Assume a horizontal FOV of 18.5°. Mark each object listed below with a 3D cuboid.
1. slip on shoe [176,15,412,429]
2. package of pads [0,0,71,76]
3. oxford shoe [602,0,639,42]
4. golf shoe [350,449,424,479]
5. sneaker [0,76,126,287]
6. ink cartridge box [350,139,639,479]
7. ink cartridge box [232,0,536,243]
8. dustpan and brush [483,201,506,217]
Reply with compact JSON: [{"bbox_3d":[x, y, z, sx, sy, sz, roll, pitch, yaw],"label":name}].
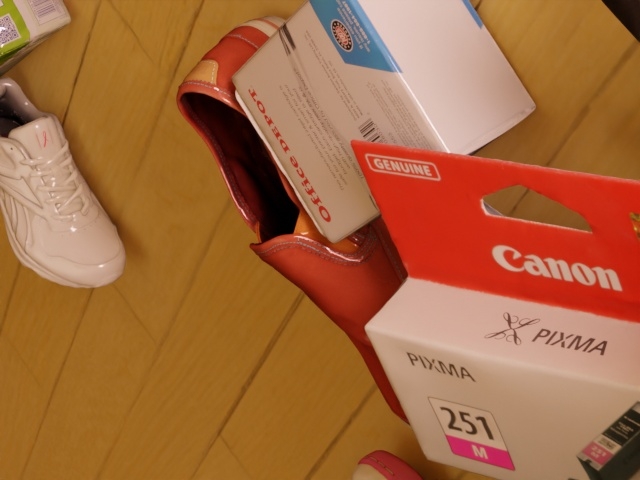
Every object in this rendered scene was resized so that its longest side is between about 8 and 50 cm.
[{"bbox_3d":[0.000,0.000,1.430,0.331,0.101,0.123,61,151,-5],"label":"slip on shoe"},{"bbox_3d":[-0.357,-0.248,1.786,0.229,0.101,0.296,61,152,-5],"label":"package of pads"},{"bbox_3d":[0.225,-0.095,1.007,0.212,0.076,0.076,51,154,-18],"label":"oxford shoe"},{"bbox_3d":[0.058,0.316,1.597,0.115,0.140,0.306,24,135,50],"label":"golf shoe"},{"bbox_3d":[-0.259,-0.056,1.824,0.232,0.090,0.115,48,147,20],"label":"sneaker"},{"bbox_3d":[0.143,0.062,1.202,0.275,0.060,0.239,11,138,42],"label":"ink cartridge box"},{"bbox_3d":[0.036,-0.096,1.296,0.139,0.082,0.191,58,153,2],"label":"ink cartridge box"},{"bbox_3d":[0.126,0.047,1.323,0.147,0.060,0.211,36,141,13],"label":"dustpan and brush"}]
